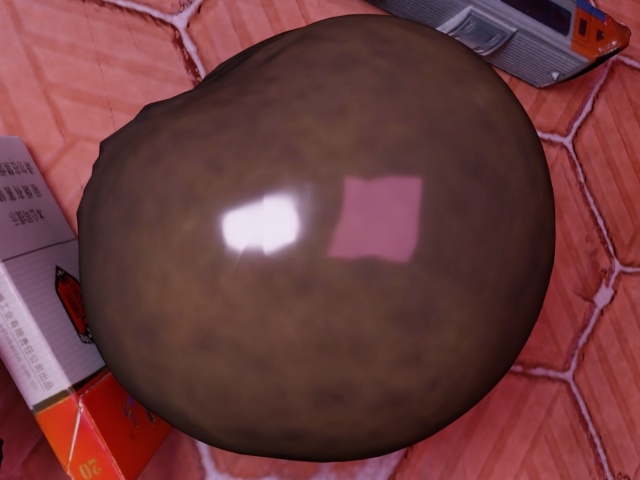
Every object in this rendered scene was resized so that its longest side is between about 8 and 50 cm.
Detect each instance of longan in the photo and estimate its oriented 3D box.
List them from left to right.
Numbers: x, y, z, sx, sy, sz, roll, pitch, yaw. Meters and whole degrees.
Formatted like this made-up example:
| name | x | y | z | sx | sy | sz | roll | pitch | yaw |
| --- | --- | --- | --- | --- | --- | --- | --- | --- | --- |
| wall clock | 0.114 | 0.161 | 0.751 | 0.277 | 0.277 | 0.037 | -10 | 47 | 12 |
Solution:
| name | x | y | z | sx | sy | sz | roll | pitch | yaw |
| --- | --- | --- | --- | --- | --- | --- | --- | --- | --- |
| longan | 0.000 | 0.000 | 0.583 | 0.319 | 0.319 | 0.318 | 7 | 76 | -28 |

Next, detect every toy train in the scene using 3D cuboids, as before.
| name | x | y | z | sx | sy | sz | roll | pitch | yaw |
| --- | --- | --- | --- | --- | --- | --- | --- | --- | --- |
| toy train | 0.131 | -0.242 | 0.831 | 0.409 | 0.086 | 0.089 | 20 | 71 | -25 |

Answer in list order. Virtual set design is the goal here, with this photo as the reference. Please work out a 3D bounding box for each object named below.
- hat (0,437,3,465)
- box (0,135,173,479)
| name | x | y | z | sx | sy | sz | roll | pitch | yaw |
| --- | --- | --- | --- | --- | --- | --- | --- | --- | --- |
| hat | -0.322 | 0.035 | 0.420 | 0.336 | 0.238 | 0.208 | 4 | 77 | -33 |
| box | -0.180 | 0.043 | 0.571 | 0.035 | 0.139 | 0.245 | -28 | 93 | 6 |
